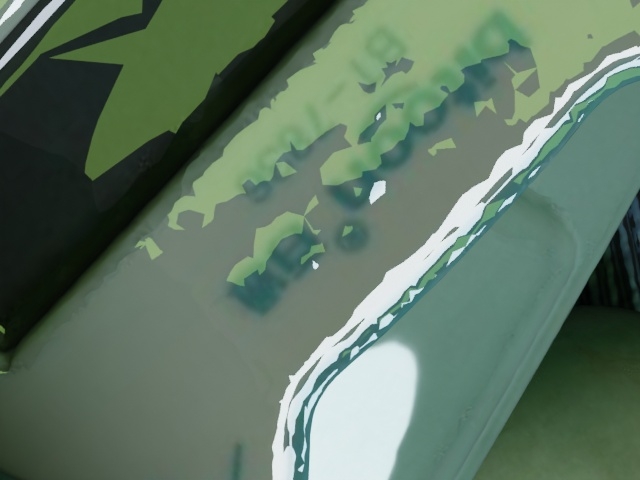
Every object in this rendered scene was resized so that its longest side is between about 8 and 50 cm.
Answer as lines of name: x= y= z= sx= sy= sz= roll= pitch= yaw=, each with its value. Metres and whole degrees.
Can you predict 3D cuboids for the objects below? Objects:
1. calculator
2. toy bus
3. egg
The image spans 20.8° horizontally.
calculator: x=-0.092 y=-0.109 z=0.355 sx=0.386 sy=0.054 sz=0.256 roll=40 pitch=99 yaw=-21
toy bus: x=0.000 y=0.000 z=0.522 sx=0.133 sy=0.165 sz=0.271 roll=27 pitch=95 yaw=-23
egg: x=0.080 y=0.082 z=0.597 sx=0.152 sy=0.114 sz=0.114 roll=-18 pitch=111 yaw=-29
